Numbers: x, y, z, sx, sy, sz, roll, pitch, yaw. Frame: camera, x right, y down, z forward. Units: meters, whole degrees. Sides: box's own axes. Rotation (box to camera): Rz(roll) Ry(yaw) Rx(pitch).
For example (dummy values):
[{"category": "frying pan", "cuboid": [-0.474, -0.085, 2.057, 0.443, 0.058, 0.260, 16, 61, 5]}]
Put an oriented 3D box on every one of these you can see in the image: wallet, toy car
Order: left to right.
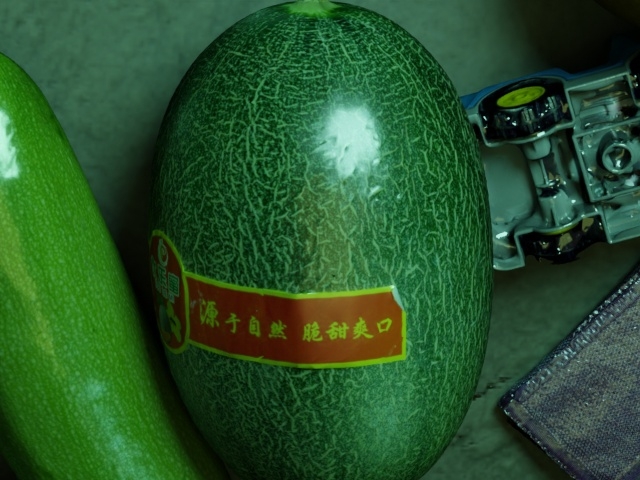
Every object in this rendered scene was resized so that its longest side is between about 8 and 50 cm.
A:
[{"category": "toy car", "cuboid": [0.161, -0.058, 0.941, 0.191, 0.100, 0.097, -14, 113, 13]}, {"category": "wallet", "cuboid": [0.200, 0.078, 1.026, 0.111, 0.030, 0.166, 41, 96, -23]}]

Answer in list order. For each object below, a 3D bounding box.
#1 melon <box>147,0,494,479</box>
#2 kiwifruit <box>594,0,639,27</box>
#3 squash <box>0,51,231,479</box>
[{"category": "melon", "cuboid": [0.000, 0.000, 0.870, 0.182, 0.182, 0.288, -6, 106, -11]}, {"category": "kiwifruit", "cuboid": [0.229, -0.200, 0.853, 0.234, 0.196, 0.196, -14, 111, -11]}, {"category": "squash", "cuboid": [-0.128, 0.081, 0.908, 0.107, 0.107, 0.395, -25, 114, -4]}]
